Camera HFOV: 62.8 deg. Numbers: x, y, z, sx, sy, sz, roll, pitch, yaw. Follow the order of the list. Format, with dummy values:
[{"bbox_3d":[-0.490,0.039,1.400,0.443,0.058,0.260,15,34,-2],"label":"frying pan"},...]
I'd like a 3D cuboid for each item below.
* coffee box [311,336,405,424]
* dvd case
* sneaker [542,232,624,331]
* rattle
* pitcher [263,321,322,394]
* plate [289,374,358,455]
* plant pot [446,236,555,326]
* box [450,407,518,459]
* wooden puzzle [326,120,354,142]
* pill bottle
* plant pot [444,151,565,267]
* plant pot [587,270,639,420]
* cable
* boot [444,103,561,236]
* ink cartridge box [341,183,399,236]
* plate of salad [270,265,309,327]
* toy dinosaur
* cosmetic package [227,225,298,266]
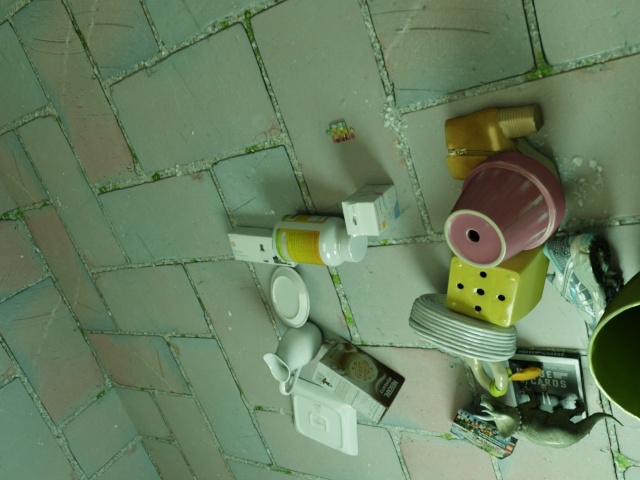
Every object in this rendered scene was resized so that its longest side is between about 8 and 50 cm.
[{"bbox_3d":[0.117,0.429,1.618,0.246,0.141,0.098,30,129,15],"label":"coffee box"},{"bbox_3d":[0.581,0.387,1.345,0.179,0.029,0.239,-3,115,35],"label":"dvd case"},{"bbox_3d":[0.565,0.090,1.129,0.122,0.110,0.283,9,138,50],"label":"sneaker"},{"bbox_3d":[0.438,0.287,1.343,0.130,0.142,0.200,60,174,-36],"label":"rattle"},{"bbox_3d":[-0.079,0.373,1.675,0.125,0.207,0.178,9,121,31],"label":"pitcher"},{"bbox_3d":[0.002,0.640,1.886,0.277,0.045,0.278,14,122,29],"label":"plate"},{"bbox_3d":[0.390,0.071,1.187,0.212,0.187,0.212,15,124,27],"label":"plant pot"},{"bbox_3d":[0.441,0.534,1.436,0.159,0.044,0.233,25,162,22],"label":"box"},{"bbox_3d":[0.049,-0.277,1.342,0.083,0.006,0.049,-6,112,37],"label":"wooden puzzle"},{"bbox_3d":[0.000,0.000,1.450,0.245,0.136,0.136,5,118,33],"label":"pill bottle"},{"bbox_3d":[0.345,-0.046,1.027,0.201,0.180,0.201,31,141,29],"label":"plant pot"},{"bbox_3d":[0.664,0.150,0.970,0.274,0.293,0.275,16,124,26],"label":"plant pot"},{"bbox_3d":[0.342,0.204,1.253,0.257,0.257,0.089,25,103,54],"label":"cable"},{"bbox_3d":[0.389,-0.142,1.135,0.211,0.104,0.295,-5,110,44],"label":"boot"},{"bbox_3d":[0.124,-0.074,1.316,0.090,0.143,0.092,2,117,34],"label":"ink cartridge box"},{"bbox_3d":[-0.093,0.177,1.665,0.200,0.048,0.200,16,112,46],"label":"plate of salad"},{"bbox_3d":[0.550,0.448,1.273,0.313,0.160,0.121,10,121,32],"label":"toy dinosaur"},{"bbox_3d":[-0.174,0.017,1.633,0.239,0.060,0.099,4,117,33],"label":"cosmetic package"}]
